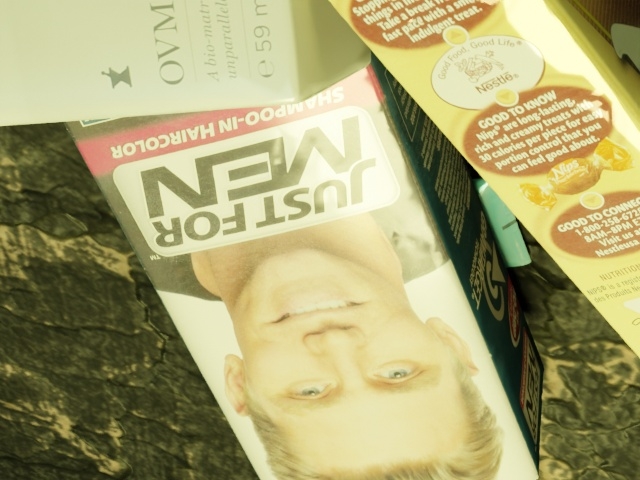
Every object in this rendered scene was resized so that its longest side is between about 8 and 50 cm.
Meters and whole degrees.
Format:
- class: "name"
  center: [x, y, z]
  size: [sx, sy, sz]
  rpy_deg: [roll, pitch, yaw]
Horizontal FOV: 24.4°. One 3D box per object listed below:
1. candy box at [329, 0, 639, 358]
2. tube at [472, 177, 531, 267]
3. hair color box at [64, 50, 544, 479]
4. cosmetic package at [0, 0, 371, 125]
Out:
- class: "candy box"
  center: [0.141, -0.083, 0.699]
  size: [0.087, 0.183, 0.316]
  rpy_deg: [-21, 126, 36]
- class: "tube"
  center: [0.024, 0.001, 0.945]
  size: [0.207, 0.052, 0.080]
  rpy_deg: [-7, 141, 20]
- class: "hair color box"
  center: [0.000, 0.000, 0.856]
  size: [0.174, 0.105, 0.347]
  rpy_deg: [-13, 124, 19]
- class: "cosmetic package"
  center: [-0.110, -0.170, 0.648]
  size: [0.224, 0.138, 0.224]
  rpy_deg: [-3, 102, 16]
